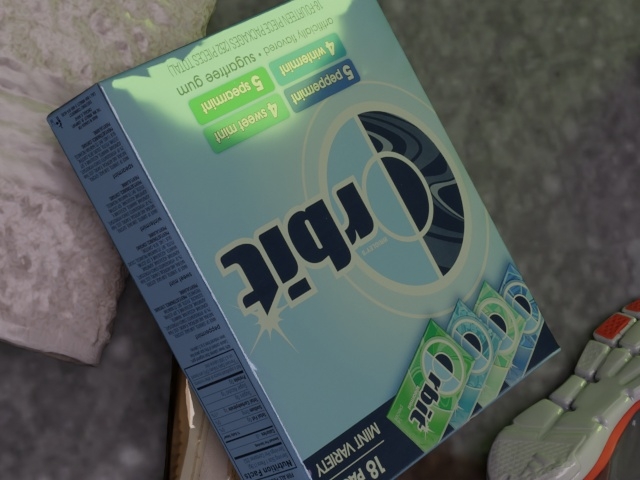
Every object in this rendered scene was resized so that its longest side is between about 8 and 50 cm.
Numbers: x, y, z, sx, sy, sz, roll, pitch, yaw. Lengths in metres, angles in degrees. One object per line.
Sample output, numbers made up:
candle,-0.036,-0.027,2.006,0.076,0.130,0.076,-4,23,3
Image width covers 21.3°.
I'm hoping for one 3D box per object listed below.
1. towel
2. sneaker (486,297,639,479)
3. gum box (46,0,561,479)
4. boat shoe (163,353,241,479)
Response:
towel,-0.191,-0.079,0.668,0.282,0.049,0.187,19,82,-12
sneaker,0.141,0.077,0.745,0.158,0.061,0.065,-36,121,-13
gum box,0.000,0.000,0.680,0.157,0.041,0.184,-30,94,-43
boat shoe,-0.033,0.100,0.686,0.059,0.063,0.170,5,84,-8
